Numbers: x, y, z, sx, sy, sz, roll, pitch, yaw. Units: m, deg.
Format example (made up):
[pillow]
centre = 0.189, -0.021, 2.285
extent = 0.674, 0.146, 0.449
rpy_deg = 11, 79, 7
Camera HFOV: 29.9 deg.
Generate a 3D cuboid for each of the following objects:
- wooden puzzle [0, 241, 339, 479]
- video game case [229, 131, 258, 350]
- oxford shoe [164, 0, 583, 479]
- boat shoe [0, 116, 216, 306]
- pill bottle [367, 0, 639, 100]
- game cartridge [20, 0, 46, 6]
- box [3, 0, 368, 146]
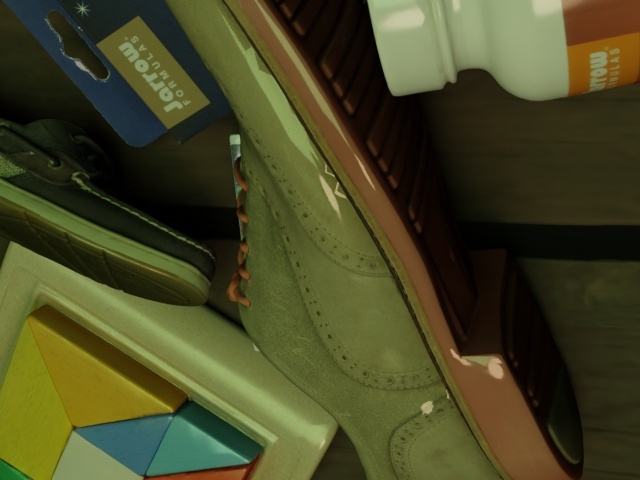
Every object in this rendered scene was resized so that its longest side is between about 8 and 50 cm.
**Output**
[wooden puzzle]
centre = -0.128, 0.135, 0.717
extent = 0.221, 0.044, 0.239
rpy_deg = 32, 113, 10
[video game case]
centre = 0.000, 0.000, 0.644
extent = 0.087, 0.011, 0.122
rpy_deg = -2, 104, 14
[oxford shoe]
centre = -0.004, -0.006, 0.559
extent = 0.130, 0.123, 0.348
rpy_deg = -23, 107, 23
[boat shoe]
centre = -0.151, -0.034, 0.660
extent = 0.223, 0.080, 0.073
rpy_deg = 22, 71, 16
[pill bottle]
centre = 0.126, -0.123, 0.483
extent = 0.216, 0.121, 0.121
rpy_deg = -11, 101, 9
[game cartridge]
centre = -0.134, -0.281, 0.599
extent = 0.198, 0.062, 0.297
rpy_deg = 33, 113, 5
[box]
centre = -0.051, -0.139, 0.585
extent = 0.225, 0.036, 0.136
rpy_deg = -29, 116, 23
